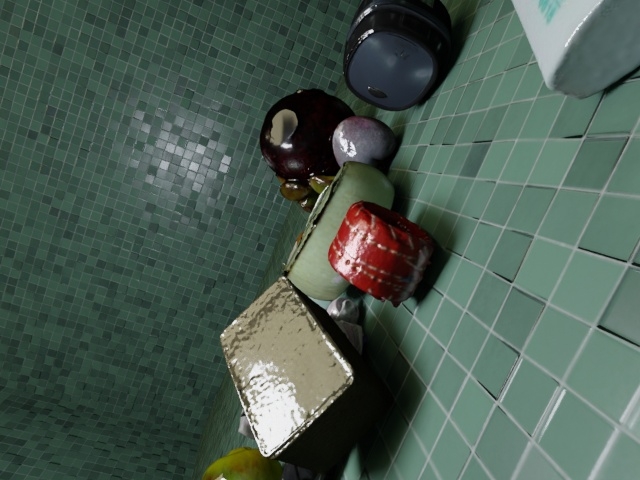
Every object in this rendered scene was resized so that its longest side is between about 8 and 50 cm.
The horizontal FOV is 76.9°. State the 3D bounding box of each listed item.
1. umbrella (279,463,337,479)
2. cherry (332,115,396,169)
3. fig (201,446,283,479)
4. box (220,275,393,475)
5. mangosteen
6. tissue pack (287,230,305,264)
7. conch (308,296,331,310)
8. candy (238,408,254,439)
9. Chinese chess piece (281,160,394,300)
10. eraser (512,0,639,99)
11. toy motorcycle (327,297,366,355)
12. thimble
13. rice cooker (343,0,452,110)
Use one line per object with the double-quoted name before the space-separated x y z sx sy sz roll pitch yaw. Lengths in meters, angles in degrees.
"umbrella" -0.055 0.495 0.755 0.358 0.113 0.106 -64 15 14
"cherry" 0.114 -0.254 1.104 0.176 0.176 0.140 -65 -5 22
"fig" -0.186 0.605 0.929 0.207 0.207 0.230 127 161 -52
"box" -0.037 0.223 0.700 0.184 0.143 0.273 -44 41 0
"mangosteen" -0.039 -0.335 1.461 0.381 0.380 0.422 143 132 -68
"tissue pack" -0.076 0.102 1.526 0.226 0.091 0.183 -81 17 -47
"conch" -0.030 0.181 1.196 0.184 0.121 0.221 -15 44 38
"candy" -0.070 0.350 0.871 0.137 0.195 0.185 -58 13 34
"Chinese chess piece" 0.038 -0.026 0.984 0.350 0.146 0.349 -60 5 9
"eraser" 0.310 -0.327 0.458 0.189 0.104 0.290 129 151 -50
"toy motorcycle" 0.033 0.216 0.827 0.254 0.112 0.112 -84 19 -52
"thimble" 0.104 0.014 0.718 0.190 0.163 0.125 -105 39 -69
"rice cooker" 0.185 -0.475 0.978 0.267 0.267 0.225 132 159 -59
